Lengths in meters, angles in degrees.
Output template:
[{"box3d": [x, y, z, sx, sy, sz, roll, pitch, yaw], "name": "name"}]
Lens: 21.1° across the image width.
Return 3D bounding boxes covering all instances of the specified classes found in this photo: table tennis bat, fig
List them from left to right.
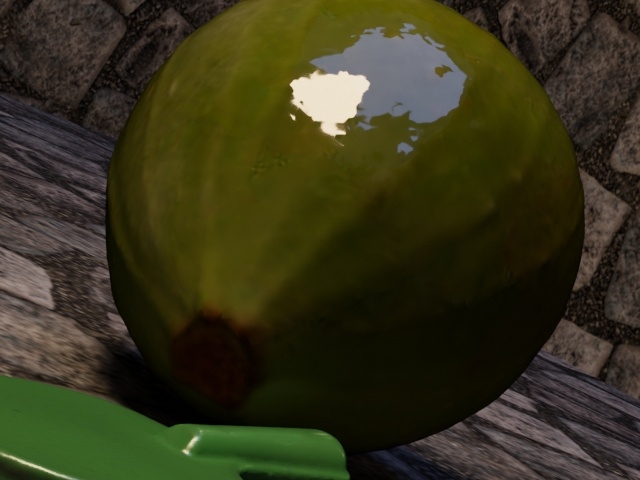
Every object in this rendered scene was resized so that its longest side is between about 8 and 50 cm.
[{"box3d": [-0.080, 0.101, 0.810, 0.160, 0.039, 0.257, 26, 10, 42], "name": "table tennis bat"}, {"box3d": [0.000, 0.000, 1.027, 0.316, 0.316, 0.316, 24, 4, -2], "name": "fig"}]
